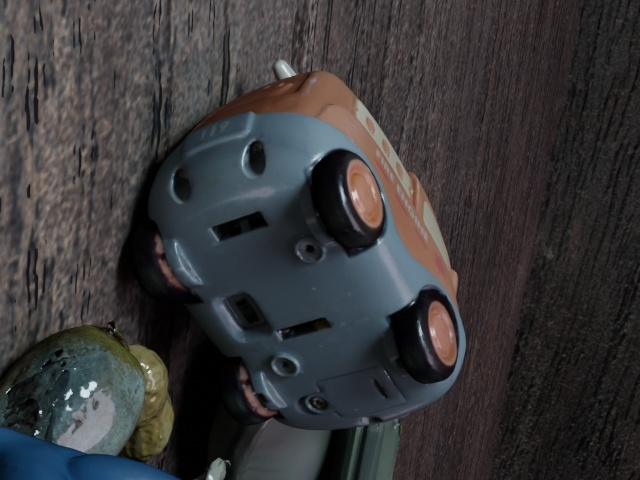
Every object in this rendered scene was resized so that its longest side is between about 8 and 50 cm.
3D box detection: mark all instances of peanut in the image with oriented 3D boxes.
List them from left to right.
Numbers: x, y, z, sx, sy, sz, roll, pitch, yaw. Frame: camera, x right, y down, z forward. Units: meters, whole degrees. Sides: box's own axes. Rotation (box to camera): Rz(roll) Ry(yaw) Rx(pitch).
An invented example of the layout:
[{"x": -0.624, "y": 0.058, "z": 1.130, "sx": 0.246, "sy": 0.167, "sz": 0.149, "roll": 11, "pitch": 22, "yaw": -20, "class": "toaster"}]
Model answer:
[{"x": -0.134, "y": 0.121, "z": 0.901, "sx": 0.113, "sy": 0.053, "sz": 0.054, "roll": 88, "pitch": 25, "yaw": -43, "class": "peanut"}]

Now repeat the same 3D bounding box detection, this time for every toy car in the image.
[{"x": 0.000, "y": 0.000, "z": 0.933, "sx": 0.271, "sy": 0.180, "sz": 0.212, "roll": 59, "pitch": 30, "yaw": -26, "class": "toy car"}]

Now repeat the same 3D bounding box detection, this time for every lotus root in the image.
[{"x": -0.168, "y": 0.119, "z": 0.753, "sx": 0.165, "sy": 0.088, "sz": 0.088, "roll": -53, "pitch": 154, "yaw": -28, "class": "lotus root"}]

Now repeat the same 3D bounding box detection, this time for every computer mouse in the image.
[{"x": -0.040, "y": 0.204, "z": 1.144, "sx": 0.197, "sy": 0.095, "sz": 0.331, "roll": -57, "pitch": 160, "yaw": -44, "class": "computer mouse"}]

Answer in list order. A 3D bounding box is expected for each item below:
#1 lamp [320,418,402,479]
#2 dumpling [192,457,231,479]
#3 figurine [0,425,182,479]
[{"x": 0.019, "y": 0.229, "z": 1.219, "sx": 0.266, "sy": 0.047, "sz": 0.269, "roll": -110, "pitch": -152, "yaw": -71, "class": "lamp"}, {"x": -0.144, "y": 0.255, "z": 0.871, "sx": 0.247, "sy": 0.142, "sz": 0.172, "roll": -56, "pitch": -170, "yaw": -12, "class": "dumpling"}, {"x": -0.229, "y": 0.090, "z": 0.388, "sx": 0.416, "sy": 0.243, "sz": 0.298, "roll": 13, "pitch": 102, "yaw": -52, "class": "figurine"}]
